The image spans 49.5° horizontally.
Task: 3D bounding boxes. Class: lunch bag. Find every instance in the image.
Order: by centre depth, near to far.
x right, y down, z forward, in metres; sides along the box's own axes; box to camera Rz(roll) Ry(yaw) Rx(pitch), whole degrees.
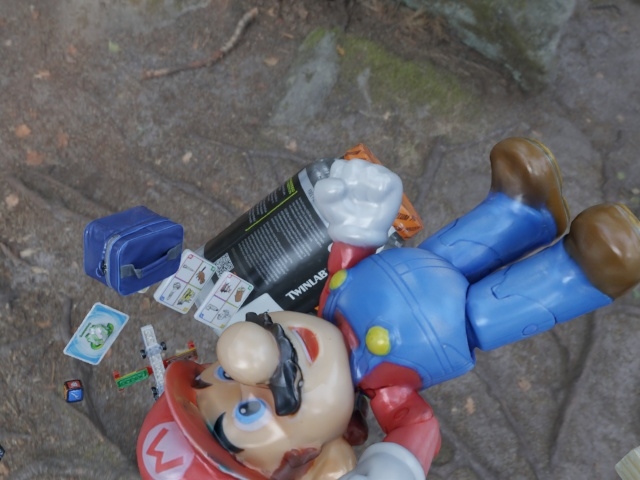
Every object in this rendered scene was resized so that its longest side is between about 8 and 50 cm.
[{"bbox_3d":[-0.188,0.011,0.703,0.065,0.067,0.098,23,30,27],"label":"lunch bag"}]

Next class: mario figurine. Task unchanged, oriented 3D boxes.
[{"bbox_3d":[0.029,0.049,0.413,0.321,0.198,0.170,-33,100,-5],"label":"mario figurine"}]

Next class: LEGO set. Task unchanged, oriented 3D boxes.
[{"bbox_3d":[-0.228,0.116,0.905,0.182,0.060,0.244,33,92,-36],"label":"LEGO set"}]

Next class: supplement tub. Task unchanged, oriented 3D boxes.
[{"bbox_3d":[-0.023,0.013,1.079,0.338,0.207,0.207,-36,71,13],"label":"supplement tub"}]

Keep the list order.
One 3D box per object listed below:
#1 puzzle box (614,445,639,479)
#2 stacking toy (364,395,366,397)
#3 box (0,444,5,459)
[{"bbox_3d":[0.540,0.352,0.703,0.272,0.052,0.408,-15,52,-22],"label":"puzzle box"},{"bbox_3d":[-0.004,0.260,1.139,0.167,0.052,0.221,52,55,-34],"label":"stacking toy"},{"bbox_3d":[-0.477,0.309,0.932,0.083,0.018,0.067,-11,32,9],"label":"box"}]
